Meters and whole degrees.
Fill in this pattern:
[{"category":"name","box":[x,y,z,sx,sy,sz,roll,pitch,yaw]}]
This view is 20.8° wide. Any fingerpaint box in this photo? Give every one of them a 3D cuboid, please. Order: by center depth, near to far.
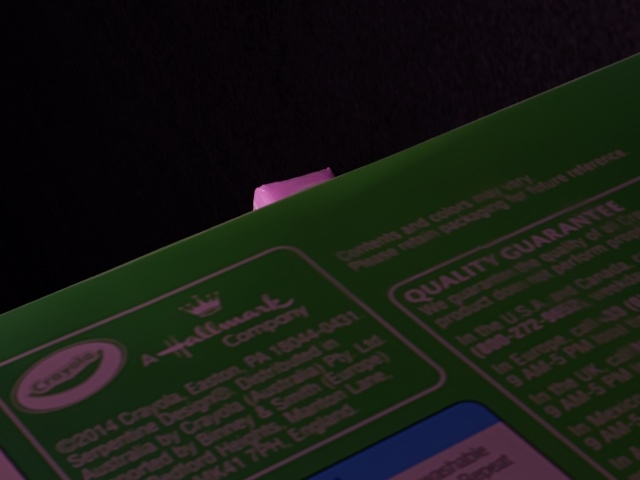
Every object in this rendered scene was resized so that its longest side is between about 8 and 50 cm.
[{"category":"fingerpaint box","box":[0.045,0.164,0.488,0.163,0.445,0.371,39,142,42]}]

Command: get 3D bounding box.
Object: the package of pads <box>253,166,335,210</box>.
[{"category":"package of pads","box":[0.000,0.000,0.993,0.083,0.050,0.032,60,155,28]}]
